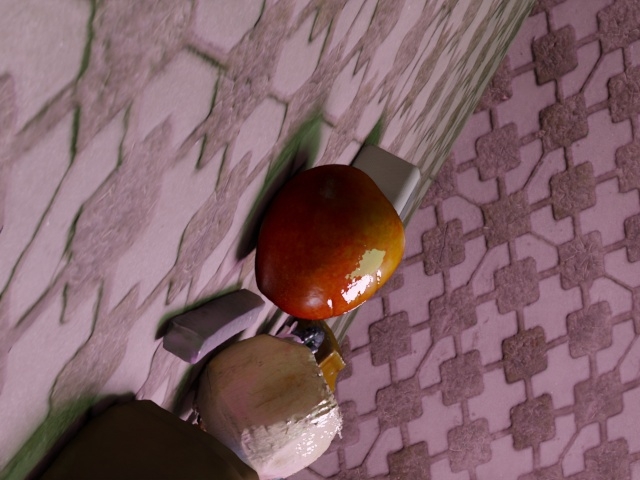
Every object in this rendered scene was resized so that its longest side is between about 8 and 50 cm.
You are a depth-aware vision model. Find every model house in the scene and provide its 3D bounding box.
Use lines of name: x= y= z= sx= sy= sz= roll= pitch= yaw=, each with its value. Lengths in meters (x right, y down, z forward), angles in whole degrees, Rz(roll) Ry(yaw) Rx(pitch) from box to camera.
model house: x=-0.035 y=0.295 z=2.458 sx=0.173 sy=0.268 sz=0.239 roll=-5 pitch=135 yaw=-22

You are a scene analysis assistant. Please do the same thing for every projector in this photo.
projector: x=0.111 y=-0.072 z=2.108 sx=0.242 sy=0.163 sz=0.177 roll=-61 pitch=170 yaw=-17

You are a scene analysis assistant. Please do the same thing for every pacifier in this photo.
pacifier: x=-0.074 y=0.259 z=2.377 sx=0.099 sy=0.078 sz=0.081 roll=-52 pitch=164 yaw=-40

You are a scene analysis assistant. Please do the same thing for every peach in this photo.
peach: x=0.000 y=0.000 z=1.629 sx=0.274 sy=0.248 sz=0.245 roll=-42 pitch=129 yaw=-21

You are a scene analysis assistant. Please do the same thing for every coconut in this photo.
coconut: x=-0.114 y=0.335 z=1.842 sx=0.254 sy=0.297 sz=0.297 roll=-27 pitch=160 yaw=-15

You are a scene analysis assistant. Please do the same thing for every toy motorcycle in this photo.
toy motorcycle: x=-0.128 y=0.320 z=2.175 sx=0.327 sy=0.143 sz=0.188 roll=-46 pitch=163 yaw=8

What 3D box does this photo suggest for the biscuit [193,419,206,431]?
biscuit: x=-0.274 y=0.545 z=1.874 sx=0.094 sy=0.054 sz=0.379 roll=60 pitch=32 yaw=-47

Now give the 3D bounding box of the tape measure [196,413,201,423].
tape measure: x=-0.267 y=0.434 z=2.074 sx=0.107 sy=0.104 sz=0.180 roll=-37 pitch=133 yaw=-1

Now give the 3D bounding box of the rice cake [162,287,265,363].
rice cake: x=-0.178 y=0.140 z=1.579 sx=0.056 sy=0.072 sz=0.365 roll=-64 pitch=171 yaw=11

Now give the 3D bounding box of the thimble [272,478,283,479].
thimble: x=-0.182 y=0.597 z=2.463 sx=0.143 sy=0.198 sz=0.235 roll=-20 pitch=119 yaw=-73

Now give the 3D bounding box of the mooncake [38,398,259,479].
mooncake: x=-0.302 y=0.475 z=1.387 sx=0.467 sy=0.262 sz=0.467 roll=-55 pitch=171 yaw=-13
